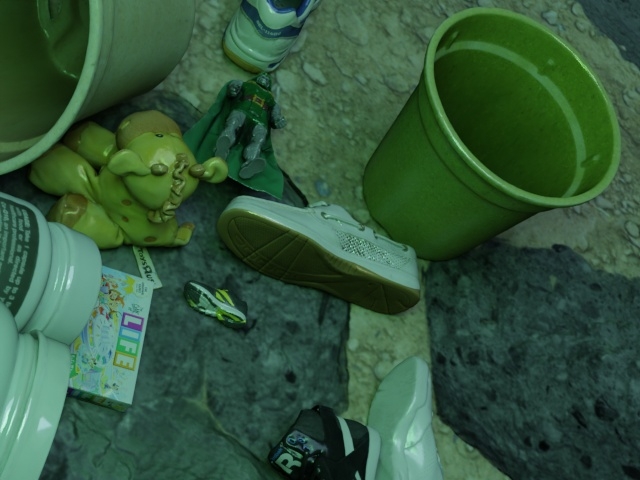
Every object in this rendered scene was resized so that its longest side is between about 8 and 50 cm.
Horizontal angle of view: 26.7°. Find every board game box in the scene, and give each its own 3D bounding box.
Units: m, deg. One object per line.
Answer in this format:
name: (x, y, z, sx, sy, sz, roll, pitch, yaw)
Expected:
board game box: (-0.245, 0.100, 1.468, 0.103, 0.026, 0.154, 19, 55, -20)

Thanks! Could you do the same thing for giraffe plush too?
giraffe plush: (-0.203, -0.070, 1.498, 0.181, 0.170, 0.210, -32, 82, -39)

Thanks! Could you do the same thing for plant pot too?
plant pot: (0.187, -0.107, 1.692, 0.276, 0.254, 0.276, 15, 57, -23)
plant pot: (-0.301, -0.250, 1.453, 0.334, 0.334, 0.305, 52, 24, 6)

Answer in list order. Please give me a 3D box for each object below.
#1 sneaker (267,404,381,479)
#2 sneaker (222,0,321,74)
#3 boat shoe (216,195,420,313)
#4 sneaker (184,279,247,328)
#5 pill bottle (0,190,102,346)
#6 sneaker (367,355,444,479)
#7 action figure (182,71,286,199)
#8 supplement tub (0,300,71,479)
sneaker: (-0.005, 0.273, 1.464, 0.121, 0.079, 0.217, 24, 35, -13)
sneaker: (-0.033, -0.353, 1.790, 0.112, 0.131, 0.296, 25, 52, -13)
boat shoe: (0.000, 0.000, 1.628, 0.277, 0.098, 0.096, 25, 52, -27)
sneaker: (-0.120, 0.070, 1.560, 0.083, 0.031, 0.035, 35, 38, -13)
pill bottle: (-0.368, 0.017, 1.324, 0.283, 0.161, 0.161, 23, 51, -40)
sneaker: (0.109, 0.242, 1.568, 0.094, 0.080, 0.212, 27, 59, -29)
action figure: (-0.088, -0.148, 1.647, 0.137, 0.063, 0.232, 34, 27, -15)
supplement tub: (-0.389, 0.122, 1.115, 0.316, 0.228, 0.228, 22, 54, -19)
